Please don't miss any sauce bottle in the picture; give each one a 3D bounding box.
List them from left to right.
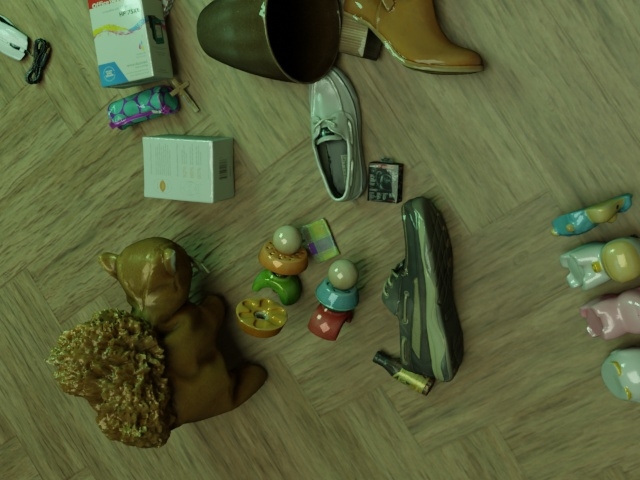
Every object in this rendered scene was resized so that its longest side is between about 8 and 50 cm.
[{"bbox_3d":[0.164,0.262,1.584,0.128,0.042,0.042,28,111,19],"label":"sauce bottle"}]

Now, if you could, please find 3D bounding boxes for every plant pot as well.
[{"bbox_3d":[-0.116,-0.401,1.494,0.231,0.215,0.215,8,105,38],"label":"plant pot"}]

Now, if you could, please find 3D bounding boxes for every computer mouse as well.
[{"bbox_3d":[-0.707,-0.450,1.822,0.193,0.042,0.106,35,114,14],"label":"computer mouse"}]

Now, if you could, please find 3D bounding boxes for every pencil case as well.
[{"bbox_3d":[-0.380,-0.283,1.696,0.152,0.070,0.064,-12,137,27],"label":"pencil case"}]

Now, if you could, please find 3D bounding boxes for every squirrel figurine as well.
[{"bbox_3d":[-0.339,0.193,1.598,0.281,0.397,0.370,2,111,29],"label":"squirrel figurine"}]

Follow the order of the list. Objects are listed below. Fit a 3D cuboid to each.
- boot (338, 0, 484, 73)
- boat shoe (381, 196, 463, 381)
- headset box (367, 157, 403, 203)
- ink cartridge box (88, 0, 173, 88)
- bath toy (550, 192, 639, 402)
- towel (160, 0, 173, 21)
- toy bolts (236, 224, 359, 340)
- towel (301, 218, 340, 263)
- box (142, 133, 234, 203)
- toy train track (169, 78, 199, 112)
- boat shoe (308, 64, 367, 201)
[{"bbox_3d":[0.176,-0.416,1.411,0.284,0.109,0.220,20,105,27],"label":"boot"},{"bbox_3d":[0.177,0.097,1.493,0.130,0.132,0.355,-5,98,25],"label":"boat shoe"},{"bbox_3d":[0.124,-0.116,1.525,0.062,0.032,0.083,6,102,22],"label":"headset box"},{"bbox_3d":[-0.394,-0.438,1.632,0.134,0.078,0.230,-7,95,24],"label":"ink cartridge box"},{"bbox_3d":[0.518,0.102,1.349,0.129,0.151,0.348,-19,94,-9],"label":"bath toy"},{"bbox_3d":[-0.389,-0.481,1.683,0.144,0.029,0.197,31,109,15],"label":"towel"},{"bbox_3d":[-0.038,0.089,1.549,0.229,0.218,0.158,21,123,11],"label":"toy bolts"},{"bbox_3d":[0.000,0.000,1.618,0.060,0.009,0.083,-24,91,26],"label":"towel"},{"bbox_3d":[-0.276,-0.153,1.664,0.171,0.091,0.130,7,104,23],"label":"box"},{"bbox_3d":[-0.286,-0.304,1.675,0.083,0.048,0.014,52,161,-5],"label":"toy train track"},{"bbox_3d":[0.022,-0.203,1.521,0.096,0.088,0.267,-4,100,25],"label":"boat shoe"}]
